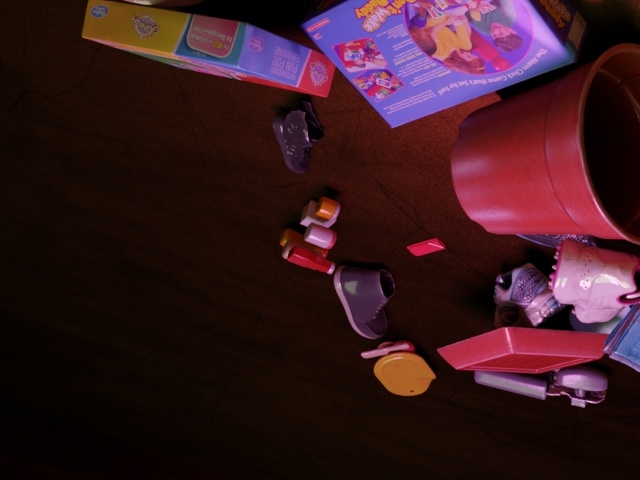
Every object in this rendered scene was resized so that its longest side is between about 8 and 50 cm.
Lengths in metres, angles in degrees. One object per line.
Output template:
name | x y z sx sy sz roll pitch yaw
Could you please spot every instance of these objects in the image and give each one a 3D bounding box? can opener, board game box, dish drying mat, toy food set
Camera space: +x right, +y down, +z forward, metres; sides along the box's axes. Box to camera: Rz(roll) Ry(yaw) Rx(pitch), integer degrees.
can opener | 0.479 0.290 2.012 0.284 0.076 0.095 11 113 24
board game box | 0.169 -0.309 1.337 0.347 0.078 0.233 -14 131 46
dish drying mat | 0.211 0.014 1.854 0.032 0.008 0.083 40 146 -24
board game box | -0.171 -0.300 1.441 0.317 0.064 0.242 17 -174 32
toy food set | 0.000 0.000 1.894 0.105 0.111 0.232 22 150 -17
toy food set | 0.194 0.289 2.230 0.128 0.071 0.218 -19 134 19

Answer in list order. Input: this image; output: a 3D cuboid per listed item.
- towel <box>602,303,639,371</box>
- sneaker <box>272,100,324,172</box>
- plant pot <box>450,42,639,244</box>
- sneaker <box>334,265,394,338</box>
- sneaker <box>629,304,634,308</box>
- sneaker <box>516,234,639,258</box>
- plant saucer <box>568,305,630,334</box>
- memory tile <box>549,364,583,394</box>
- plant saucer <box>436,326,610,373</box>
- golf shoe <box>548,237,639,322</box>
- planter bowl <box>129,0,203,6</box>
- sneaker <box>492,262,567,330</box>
towel | 0.705 0.166 1.550 0.370 0.040 0.271 28 108 -4
sneaker | -0.031 -0.184 1.692 0.089 0.051 0.170 10 142 33
plant pot | 0.349 -0.119 1.338 0.272 0.272 0.265 44 152 -27
sneaker | 0.122 0.145 2.040 0.118 0.083 0.222 1 140 34
sneaker | 0.608 0.123 1.618 0.283 0.124 0.107 24 151 3
sneaker | 0.453 -0.039 1.532 0.341 0.125 0.139 14 171 18
plant saucer | 0.577 0.153 1.772 0.195 0.037 0.195 18 149 12
memory tile | 0.514 0.295 2.052 0.113 0.012 0.148 20 149 10
plant saucer | 0.401 0.221 1.815 0.259 0.047 0.258 7 162 -22
golf shoe | 0.467 0.077 1.472 0.140 0.115 0.306 6 173 31
planter bowl | -0.248 -0.431 1.401 0.162 0.162 0.109 18 122 13
sneaker | 0.392 0.114 1.811 0.122 0.110 0.283 58 165 12
